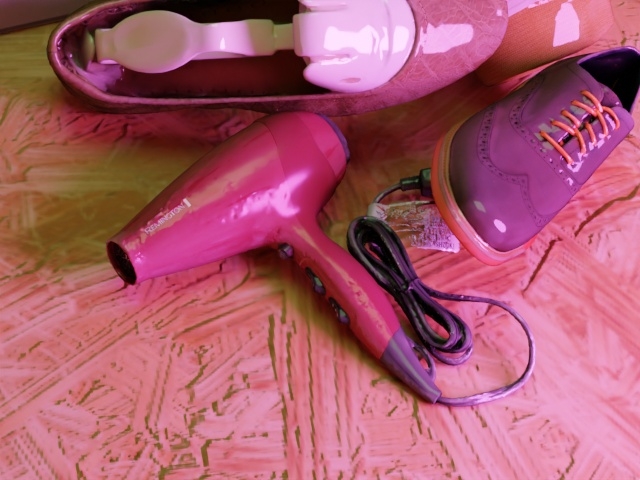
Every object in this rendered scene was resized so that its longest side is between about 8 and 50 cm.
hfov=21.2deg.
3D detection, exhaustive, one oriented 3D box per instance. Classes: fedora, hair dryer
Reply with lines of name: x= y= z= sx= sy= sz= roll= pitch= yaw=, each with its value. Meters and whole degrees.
fedora: x=0.166 y=-0.173 z=1.338 sx=0.194 sy=0.194 sz=0.079 roll=-30 pitch=93 yaw=-30
hair dryer: x=0.000 y=0.000 z=1.180 sx=0.293 sy=0.080 sz=0.223 roll=2 pitch=48 yaw=-5

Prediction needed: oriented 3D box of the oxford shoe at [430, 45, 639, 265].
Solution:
oxford shoe: x=0.158 y=-0.073 z=1.206 sx=0.097 sy=0.098 sz=0.271 roll=49 pitch=36 yaw=-7

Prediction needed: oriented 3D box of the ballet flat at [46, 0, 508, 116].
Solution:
ballet flat: x=-0.041 y=-0.145 z=1.227 sx=0.342 sy=0.116 sz=0.124 roll=-1 pitch=4 yaw=12

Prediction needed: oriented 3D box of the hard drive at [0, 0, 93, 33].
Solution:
hard drive: x=-0.339 y=-0.294 z=1.431 sx=0.233 sy=0.047 sz=0.353 roll=-16 pitch=51 yaw=-22
